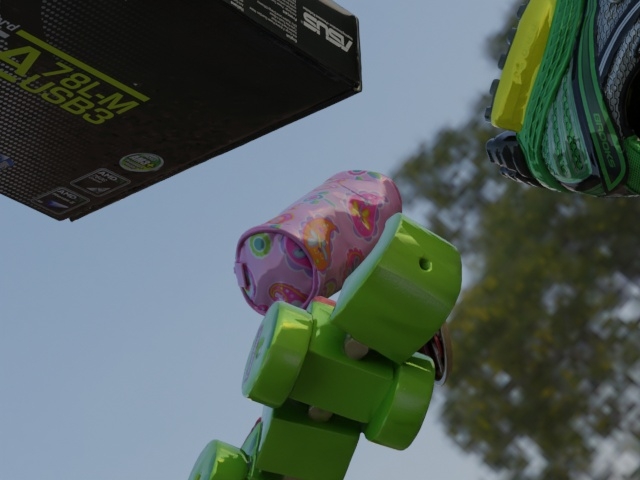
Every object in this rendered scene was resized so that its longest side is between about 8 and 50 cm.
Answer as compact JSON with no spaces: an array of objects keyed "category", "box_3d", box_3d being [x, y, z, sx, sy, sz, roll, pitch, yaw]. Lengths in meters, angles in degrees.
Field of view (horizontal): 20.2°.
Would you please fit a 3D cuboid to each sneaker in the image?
[{"category":"sneaker","box_3d":[0.234,-0.191,1.230,0.134,0.146,0.343,3,-77,-52]}]

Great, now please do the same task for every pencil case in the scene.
[{"category":"pencil case","box_3d":[0.000,0.000,2.156,0.124,0.124,0.284,-60,-11,28]}]

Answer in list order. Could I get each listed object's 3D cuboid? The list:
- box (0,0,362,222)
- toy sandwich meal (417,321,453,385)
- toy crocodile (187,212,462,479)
[{"category":"box","box_3d":[-0.111,-0.083,0.749,0.184,0.045,0.190,-19,-32,35]},{"category":"toy sandwich meal","box_3d":[0.077,0.078,1.405,0.029,0.085,0.085,-12,-34,-14]},{"category":"toy crocodile","box_3d":[-0.010,0.126,1.198,0.105,0.115,0.340,-83,16,-54]}]
